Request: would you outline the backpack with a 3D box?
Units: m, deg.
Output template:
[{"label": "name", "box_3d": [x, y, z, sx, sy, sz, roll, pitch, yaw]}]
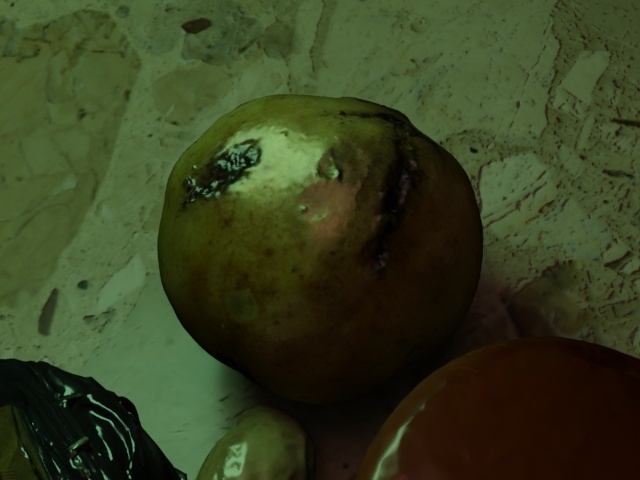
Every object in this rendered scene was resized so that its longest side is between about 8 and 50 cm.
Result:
[{"label": "backpack", "box_3d": [-0.205, 0.191, 0.856, 0.258, 0.133, 0.206, 40, 100, 42]}]

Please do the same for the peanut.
[{"label": "peanut", "box_3d": [-0.054, 0.215, 0.851, 0.098, 0.090, 0.214, 7, 54, 7]}]

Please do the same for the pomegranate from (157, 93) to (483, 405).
[{"label": "pomegranate", "box_3d": [0.000, 0.000, 0.926, 0.260, 0.260, 0.260, -4, 51, 6]}]

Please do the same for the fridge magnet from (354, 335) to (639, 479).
[{"label": "fridge magnet", "box_3d": [0.155, 0.236, 0.688, 0.363, 0.155, 0.364, 11, 68, -28]}]
